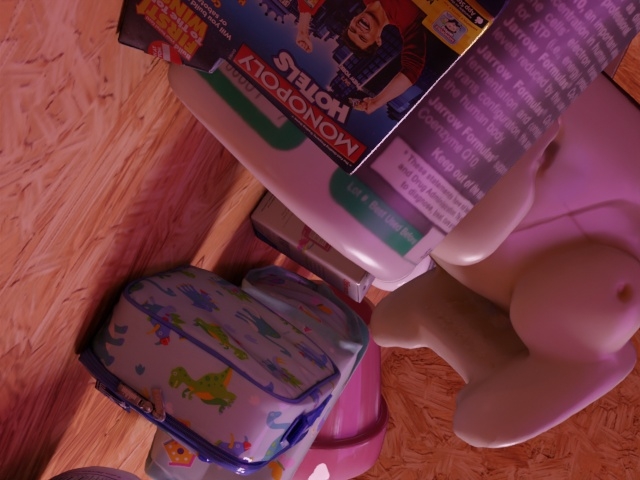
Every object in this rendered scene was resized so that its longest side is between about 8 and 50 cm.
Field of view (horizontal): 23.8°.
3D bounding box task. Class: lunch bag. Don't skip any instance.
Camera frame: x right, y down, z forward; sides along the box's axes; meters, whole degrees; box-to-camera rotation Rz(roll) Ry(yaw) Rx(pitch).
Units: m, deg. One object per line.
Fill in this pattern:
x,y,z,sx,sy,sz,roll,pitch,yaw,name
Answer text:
-0.079,0.103,1.218,0.090,0.176,0.219,-59,172,10,lunch bag
-0.061,0.145,1.543,0.223,0.160,0.262,-61,-178,5,lunch bag

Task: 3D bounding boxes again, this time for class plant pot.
-0.010,0.154,1.785,0.201,0.201,0.180,-42,147,-58,plant pot

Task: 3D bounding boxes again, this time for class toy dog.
0.157,-0.100,1.222,0.395,0.408,0.284,-22,-153,-1,toy dog

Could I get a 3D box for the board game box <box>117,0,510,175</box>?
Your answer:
-0.019,-0.137,0.792,0.060,0.194,0.194,-48,-178,-40,board game box

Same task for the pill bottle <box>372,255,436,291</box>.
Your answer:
0.103,0.017,2.111,0.108,0.108,0.180,-57,170,4,pill bottle

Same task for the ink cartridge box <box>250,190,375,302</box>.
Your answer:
0.000,0.000,1.448,0.052,0.122,0.088,-55,171,-10,ink cartridge box

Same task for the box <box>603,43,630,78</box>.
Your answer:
0.249,-0.300,1.466,0.381,0.143,0.191,98,-3,-71,box

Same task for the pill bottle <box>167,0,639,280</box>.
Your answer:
0.095,-0.167,0.937,0.361,0.204,0.204,-46,172,6,pill bottle

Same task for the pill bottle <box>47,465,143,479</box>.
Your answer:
-0.218,0.285,1.145,0.169,0.169,0.301,-59,171,14,pill bottle
